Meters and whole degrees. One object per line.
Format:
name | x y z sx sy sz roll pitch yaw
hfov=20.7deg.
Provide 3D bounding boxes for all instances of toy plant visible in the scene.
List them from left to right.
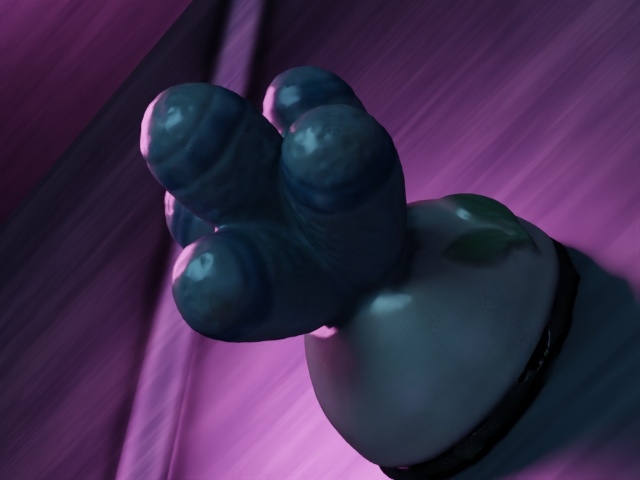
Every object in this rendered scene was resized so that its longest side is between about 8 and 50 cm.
toy plant | 0.000 0.000 1.300 0.247 0.332 0.247 -42 23 23
